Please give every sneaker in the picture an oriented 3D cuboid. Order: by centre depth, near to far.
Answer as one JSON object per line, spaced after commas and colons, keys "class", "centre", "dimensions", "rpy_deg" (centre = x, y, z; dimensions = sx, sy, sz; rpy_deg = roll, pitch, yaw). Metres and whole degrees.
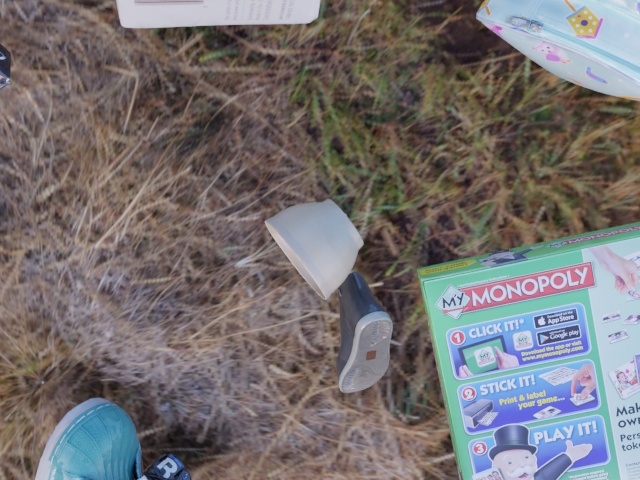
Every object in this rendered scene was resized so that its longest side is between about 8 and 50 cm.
{"class": "sneaker", "centre": [-0.181, 0.290, 0.943], "dimensions": [0.108, 0.121, 0.302], "rpy_deg": [-20, 121, -49]}
{"class": "sneaker", "centre": [-0.221, 0.299, 1.293], "dimensions": [0.079, 0.217, 0.121], "rpy_deg": [32, 62, 21]}
{"class": "sneaker", "centre": [0.066, 0.160, 1.807], "dimensions": [0.083, 0.222, 0.118], "rpy_deg": [-5, 48, -20]}

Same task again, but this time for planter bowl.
{"class": "planter bowl", "centre": [0.000, 0.000, 1.711], "dimensions": [0.109, 0.162, 0.162], "rpy_deg": [-38, 93, -7]}

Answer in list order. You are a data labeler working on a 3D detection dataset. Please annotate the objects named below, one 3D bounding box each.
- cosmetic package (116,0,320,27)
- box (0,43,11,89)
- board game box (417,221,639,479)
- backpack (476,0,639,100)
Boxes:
{"class": "cosmetic package", "centre": [-0.161, -0.572, 1.601], "dimensions": [0.328, 0.329, 0.393], "rpy_deg": [-3, 79, -8]}
{"class": "box", "centre": [-0.680, -0.282, 1.444], "dimensions": [0.318, 0.097, 0.395], "rpy_deg": [-31, 131, 12]}
{"class": "board game box", "centre": [0.256, 0.095, 0.867], "dimensions": [0.317, 0.046, 0.213], "rpy_deg": [-11, 100, 3]}
{"class": "backpack", "centre": [0.195, -0.159, 0.638], "dimensions": [0.188, 0.166, 0.144], "rpy_deg": [17, 96, 22]}
